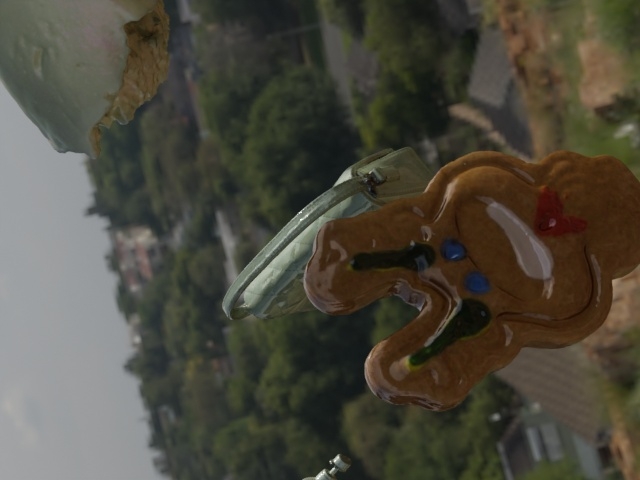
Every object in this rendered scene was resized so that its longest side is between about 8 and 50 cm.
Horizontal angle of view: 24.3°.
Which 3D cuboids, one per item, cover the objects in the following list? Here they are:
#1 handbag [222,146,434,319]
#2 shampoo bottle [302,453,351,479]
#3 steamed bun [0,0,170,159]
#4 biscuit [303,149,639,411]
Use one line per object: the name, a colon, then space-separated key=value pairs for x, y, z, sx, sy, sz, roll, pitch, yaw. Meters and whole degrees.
handbag: x=0.000 y=0.000 z=1.644 sx=0.079 sy=0.219 sz=0.256 roll=54 pitch=126 yaw=17
shampoo bottle: x=-0.022 y=0.263 z=1.459 sx=0.034 sy=0.141 sz=0.049 roll=46 pitch=-170 yaw=22
steamed bun: x=-0.194 y=-0.188 z=1.281 sx=0.200 sy=0.170 sz=0.225 roll=58 pitch=-169 yaw=-35
biscuit: x=0.155 y=0.016 z=1.317 sx=0.202 sy=0.334 sz=0.047 roll=58 pitch=157 yaw=19
